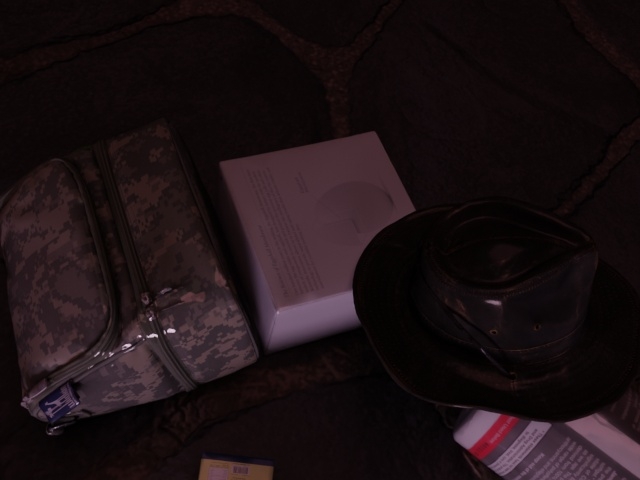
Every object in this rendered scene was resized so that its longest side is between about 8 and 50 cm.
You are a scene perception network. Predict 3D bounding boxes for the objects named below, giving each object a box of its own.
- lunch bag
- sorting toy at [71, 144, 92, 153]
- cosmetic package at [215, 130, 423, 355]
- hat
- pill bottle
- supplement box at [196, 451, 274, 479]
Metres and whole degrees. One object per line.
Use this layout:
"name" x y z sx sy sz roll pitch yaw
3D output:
"lunch bag" -0.235 0.044 0.845 0.255 0.213 0.305 -22 63 -5
"sorting toy" -0.299 -0.101 1.016 0.101 0.042 0.061 2 42 3
"cosmetic package" 0.000 0.000 0.951 0.224 0.138 0.224 -13 62 -20
"hat" 0.204 0.032 0.786 0.331 0.134 0.331 3 47 -3
"pill bottle" 0.329 0.255 0.838 0.318 0.176 0.176 36 59 12
"supplement box" -0.098 0.287 0.801 0.083 0.056 0.083 9 57 -6
